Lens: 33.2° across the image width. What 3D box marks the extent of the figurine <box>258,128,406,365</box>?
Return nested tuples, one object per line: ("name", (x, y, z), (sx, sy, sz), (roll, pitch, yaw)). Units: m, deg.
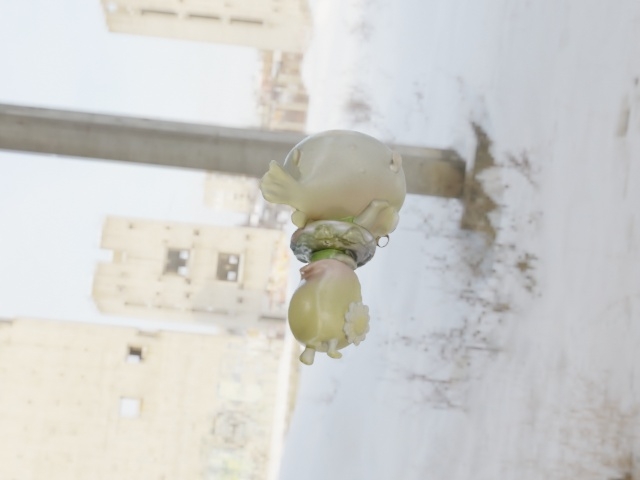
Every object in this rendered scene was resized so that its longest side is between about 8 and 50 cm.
("figurine", (0.000, 0.000, 1.653), (0.227, 0.275, 0.394), (-20, 53, 40))
